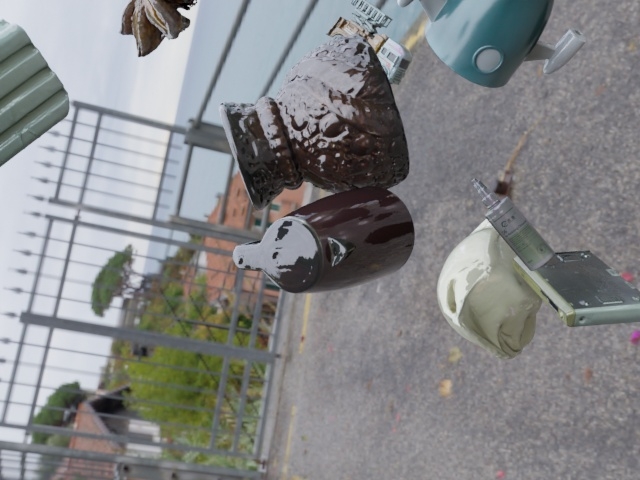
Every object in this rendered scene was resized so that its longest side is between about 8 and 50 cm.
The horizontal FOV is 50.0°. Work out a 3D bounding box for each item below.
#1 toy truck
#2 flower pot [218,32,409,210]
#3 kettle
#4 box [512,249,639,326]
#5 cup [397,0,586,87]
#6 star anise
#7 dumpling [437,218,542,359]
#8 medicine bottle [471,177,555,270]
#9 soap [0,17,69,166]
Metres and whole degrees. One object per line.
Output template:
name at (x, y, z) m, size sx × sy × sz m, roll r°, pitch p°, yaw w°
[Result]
toy truck at (0.114, -0.412, 1.430) m, size 0.115 × 0.177 × 0.080 m, roll -54°, pitch -16°, yaw 19°
flower pot at (-0.017, -0.181, 1.160) m, size 0.266 × 0.267 × 0.267 m, roll 160°, pitch 90°, yaw -86°
kettle at (0.000, 0.000, 0.994) m, size 0.202 × 0.232 × 0.144 m, roll 4°, pitch 100°, yaw 35°
box at (0.557, 0.094, 1.465) m, size 0.270 × 0.210 × 0.045 m, roll -107°, pitch 16°, yaw -65°
cup at (0.265, -0.347, 1.019) m, size 0.173 × 0.299 × 0.168 m, roll 124°, pitch 157°, yaw -43°
star anise at (-0.398, -0.613, 1.691) m, size 0.331 × 0.117 × 0.332 m, roll -3°, pitch 85°, yaw 38°
dumpling at (0.441, 0.127, 1.716) m, size 0.233 × 0.315 × 0.395 m, roll -19°, pitch 37°, yaw 40°
medicine bottle at (0.344, -0.036, 1.257) m, size 0.057 × 0.199 × 0.057 m, roll -38°, pitch -4°, yaw -3°
soap at (-0.390, -0.140, 0.764) m, size 0.066 × 0.198 × 0.119 m, roll 30°, pitch 156°, yaw 40°
